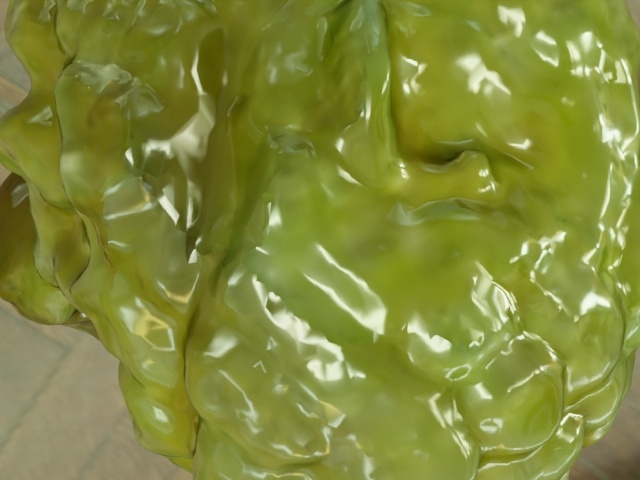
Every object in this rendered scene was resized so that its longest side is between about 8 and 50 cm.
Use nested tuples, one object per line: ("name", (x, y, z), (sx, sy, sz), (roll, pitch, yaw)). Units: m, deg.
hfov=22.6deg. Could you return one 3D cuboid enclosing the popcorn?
("popcorn", (0.000, 0.000, 0.536), (0.206, 0.237, 0.251), (-38, 144, -42))
